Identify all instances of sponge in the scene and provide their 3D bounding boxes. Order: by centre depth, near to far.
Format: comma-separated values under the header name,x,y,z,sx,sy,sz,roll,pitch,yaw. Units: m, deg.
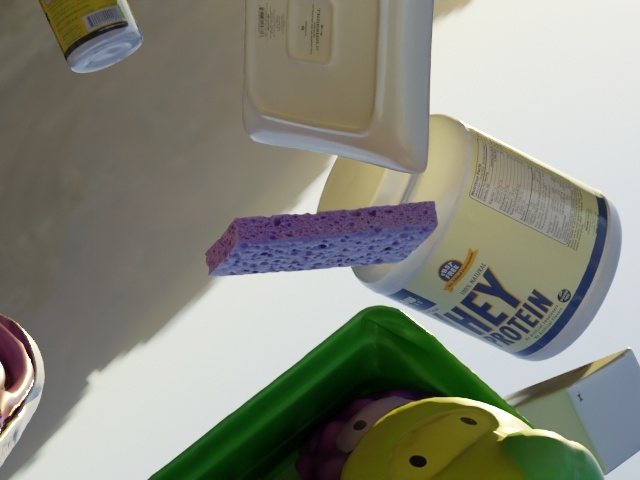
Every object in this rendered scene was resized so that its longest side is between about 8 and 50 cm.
name,x,y,z,sx,sy,sz,roll,pitch,yaw
sponge,0.000,0.000,1.824,0.210,0.031,0.117,-4,164,-18

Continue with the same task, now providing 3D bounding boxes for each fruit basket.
name,x,y,z,sx,sy,sz,roll,pitch,yaw
fruit basket,0.043,0.205,1.360,0.392,0.283,0.392,-44,164,-16

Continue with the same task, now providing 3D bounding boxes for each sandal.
name,x,y,z,sx,sy,sz,roll,pitch,yaw
sandal,-0.310,0.098,1.594,0.416,0.169,0.102,-120,-130,-70

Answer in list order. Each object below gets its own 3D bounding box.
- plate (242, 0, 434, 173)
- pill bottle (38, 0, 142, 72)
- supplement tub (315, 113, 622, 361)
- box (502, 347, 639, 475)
name,x,y,z,sx,sy,sz,roll,pitch,yaw
plate,0.004,-0.221,1.920,0.045,0.277,0.278,-11,-162,-42
pill bottle,-0.193,-0.198,1.471,0.065,0.116,0.065,-24,171,-4
supplement tub,0.180,-0.013,2.267,0.235,0.324,0.235,-53,-158,32
box,0.226,0.188,1.798,0.170,0.091,0.130,-26,177,41
